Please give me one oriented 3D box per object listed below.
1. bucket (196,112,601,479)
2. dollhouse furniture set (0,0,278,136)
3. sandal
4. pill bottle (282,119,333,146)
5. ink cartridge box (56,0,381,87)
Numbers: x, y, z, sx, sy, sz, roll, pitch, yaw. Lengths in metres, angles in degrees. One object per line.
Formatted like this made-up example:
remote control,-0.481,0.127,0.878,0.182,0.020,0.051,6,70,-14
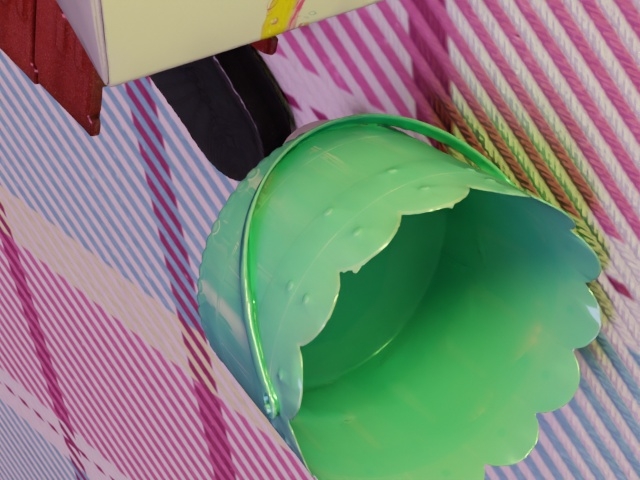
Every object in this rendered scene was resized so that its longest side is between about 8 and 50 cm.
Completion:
bucket,0.052,0.048,1.199,0.183,0.281,0.281,36,148,47
dollhouse furniture set,-0.131,-0.285,1.164,0.152,0.201,0.374,42,144,26
sandal,-0.190,-0.239,1.437,0.445,0.107,0.167,55,153,1
pill bottle,0.000,0.000,1.379,0.124,0.124,0.221,43,151,22
ink cartridge box,-0.051,-0.260,0.971,0.197,0.270,0.198,90,154,-49
